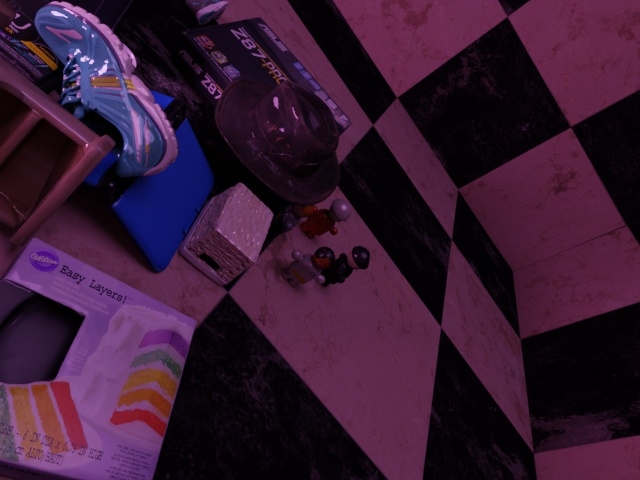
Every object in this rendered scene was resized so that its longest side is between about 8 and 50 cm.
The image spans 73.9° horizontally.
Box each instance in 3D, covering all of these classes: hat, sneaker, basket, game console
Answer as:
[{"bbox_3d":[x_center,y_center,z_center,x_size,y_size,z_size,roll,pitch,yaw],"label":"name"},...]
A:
[{"bbox_3d":[-0.055,-0.249,0.928,0.331,0.134,0.332,20,54,-29],"label":"hat"},{"bbox_3d":[-0.317,-0.213,0.606,0.110,0.107,0.275,-39,95,-40],"label":"sneaker"},{"bbox_3d":[-0.174,-0.018,0.825,0.113,0.103,0.167,44,34,-25],"label":"basket"},{"bbox_3d":[-0.341,-0.128,0.754,0.249,0.174,0.293,18,42,-5],"label":"game console"},{"bbox_3d":[-0.318,-0.668,1.200,0.076,0.065,0.167,45,33,-16],"label":"sneaker"}]

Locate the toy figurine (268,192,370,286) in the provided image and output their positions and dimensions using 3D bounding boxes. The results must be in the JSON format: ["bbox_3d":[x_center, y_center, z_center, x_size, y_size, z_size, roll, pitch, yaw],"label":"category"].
[{"bbox_3d":[0.000,0.000,1.014,0.209,0.148,0.213,7,59,-52],"label":"toy figurine"}]

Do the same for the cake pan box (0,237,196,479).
[{"bbox_3d":[-0.306,0.157,0.530,0.266,0.070,0.246,39,35,-30],"label":"cake pan box"}]

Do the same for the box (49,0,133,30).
[{"bbox_3d":[-0.469,-0.610,0.713,0.395,0.293,0.212,29,43,-41],"label":"box"}]

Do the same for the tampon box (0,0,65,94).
[{"bbox_3d":[-0.457,-0.293,0.650,0.120,0.101,0.161,42,35,-28],"label":"tampon box"}]

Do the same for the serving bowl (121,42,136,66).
[{"bbox_3d":[-0.412,-0.363,0.844,0.083,0.027,0.084,36,38,-34],"label":"serving bowl"}]

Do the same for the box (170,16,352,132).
[{"bbox_3d":[-0.134,-0.381,1.109,0.395,0.097,0.318,48,41,-4],"label":"box"}]

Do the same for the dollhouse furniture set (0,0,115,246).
[{"bbox_3d":[-0.375,-0.067,0.359,0.256,0.362,0.394,42,9,-28],"label":"dollhouse furniture set"}]
